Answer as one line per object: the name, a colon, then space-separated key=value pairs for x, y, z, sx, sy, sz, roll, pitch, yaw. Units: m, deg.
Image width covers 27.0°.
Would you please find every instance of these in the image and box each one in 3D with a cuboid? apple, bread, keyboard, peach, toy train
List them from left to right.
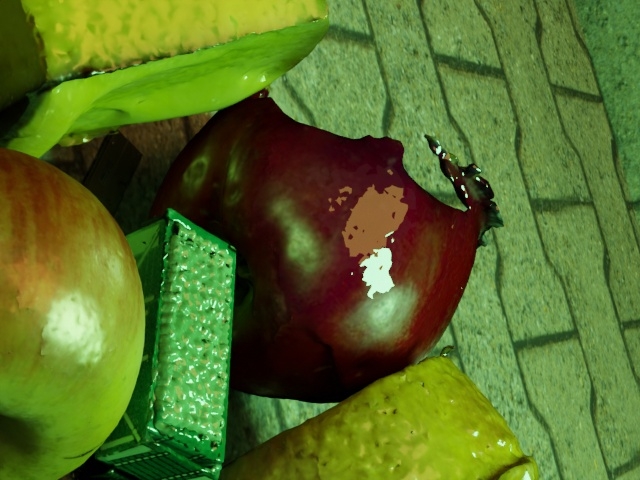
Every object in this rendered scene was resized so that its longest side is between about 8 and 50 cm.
apple: x=-0.270 y=0.062 z=1.041 sx=0.286 sy=0.286 sz=0.233 roll=36 pitch=27 yaw=-44
peach: x=-0.214 y=-0.211 z=1.216 sx=0.380 sy=0.306 sz=0.242 roll=-24 pitch=88 yaw=-20
keyboard: x=-0.228 y=-0.065 z=1.434 sx=0.049 sy=0.015 sz=0.129 roll=46 pitch=38 yaw=-27
toy train: x=-0.166 y=0.107 z=1.196 sx=0.115 sy=0.154 sz=0.270 roll=34 pitch=46 yaw=-41
peach: x=0.000 y=0.000 z=1.462 sx=0.339 sy=0.353 sz=0.416 roll=31 pitch=31 yaw=21
bread: x=0.021 y=0.280 z=1.289 sx=0.398 sy=0.398 sz=0.215 roll=-9 pitch=67 yaw=-59
